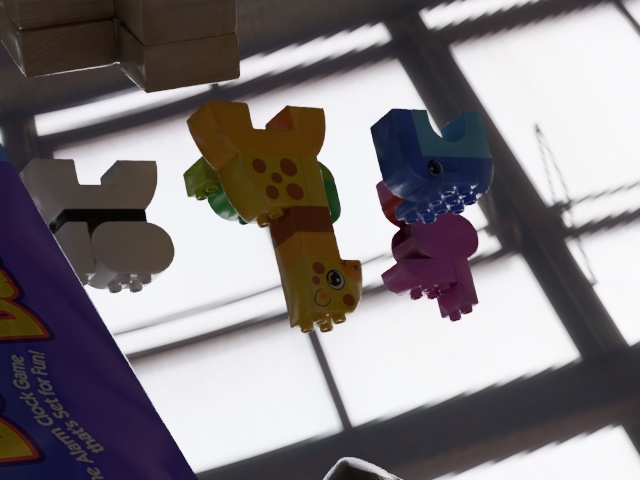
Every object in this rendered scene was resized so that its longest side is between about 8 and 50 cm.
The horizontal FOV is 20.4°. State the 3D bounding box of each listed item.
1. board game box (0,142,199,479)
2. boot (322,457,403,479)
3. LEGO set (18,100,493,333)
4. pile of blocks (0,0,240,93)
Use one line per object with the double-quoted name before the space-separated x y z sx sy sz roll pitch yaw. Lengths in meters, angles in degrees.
"board game box" -0.128 0.168 0.413 0.078 0.233 0.347 5 -59 -35
"boot" 0.005 0.309 0.743 0.284 0.377 0.138 -43 -42 14
"LEGO set" 0.000 0.000 0.743 0.227 0.093 0.087 0 -23 -32
"pile of blocks" -0.136 -0.224 0.772 0.112 0.362 0.149 -11 -25 -20
